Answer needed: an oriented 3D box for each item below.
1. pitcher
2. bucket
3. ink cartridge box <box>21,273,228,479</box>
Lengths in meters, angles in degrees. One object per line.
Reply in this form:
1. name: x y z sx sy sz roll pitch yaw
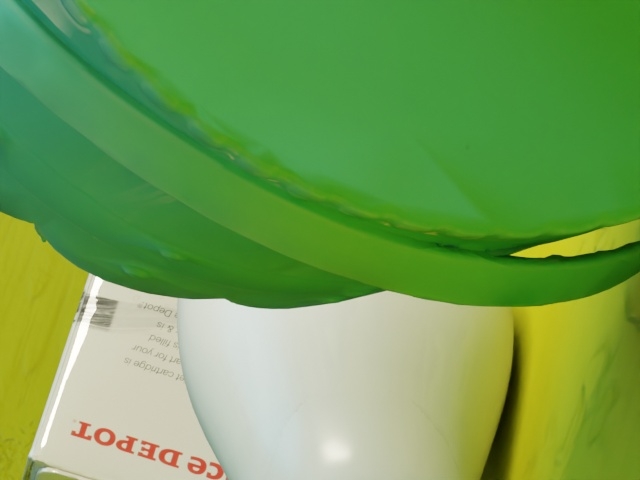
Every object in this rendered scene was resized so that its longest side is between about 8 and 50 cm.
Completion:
1. pitcher: 0.010 0.073 0.710 0.207 0.125 0.177 -94 6 -46
2. bucket: 0.012 -0.112 0.498 0.183 0.281 0.281 169 120 -73
3. ink cartridge box: -0.062 0.065 1.076 0.092 0.160 0.219 118 170 -61
